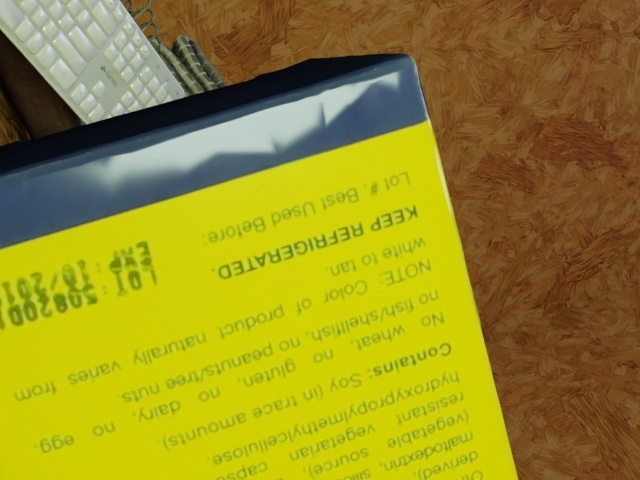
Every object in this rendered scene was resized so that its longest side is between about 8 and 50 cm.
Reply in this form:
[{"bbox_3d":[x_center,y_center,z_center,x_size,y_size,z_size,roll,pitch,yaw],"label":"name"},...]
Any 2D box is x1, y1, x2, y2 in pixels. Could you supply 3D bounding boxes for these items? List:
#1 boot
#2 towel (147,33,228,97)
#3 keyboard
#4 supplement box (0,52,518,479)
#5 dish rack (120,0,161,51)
[{"bbox_3d":[-0.181,-0.111,0.634,0.248,0.090,0.206,178,-107,-78],"label":"boot"},{"bbox_3d":[-0.153,-0.078,1.068,0.283,0.121,0.235,52,-32,21],"label":"towel"},{"bbox_3d":[-0.158,-0.140,0.543,0.014,0.072,0.256,17,-21,29],"label":"keyboard"},{"bbox_3d":[-0.029,0.109,0.440,0.195,0.194,0.356,-139,-147,-75],"label":"supplement box"},{"bbox_3d":[-0.220,-0.236,0.796,0.208,0.074,0.271,46,-16,13],"label":"dish rack"}]
